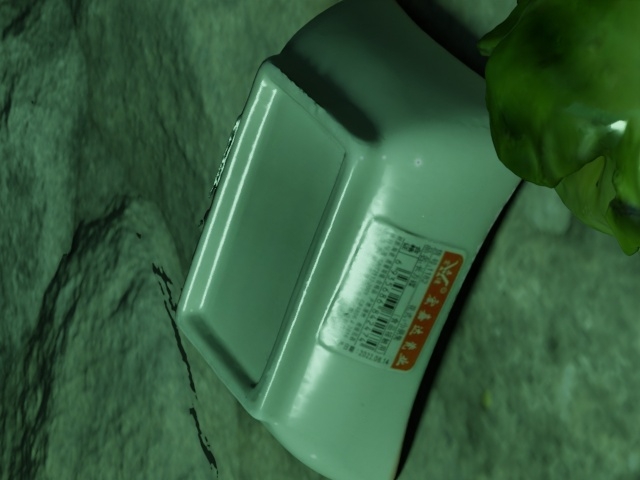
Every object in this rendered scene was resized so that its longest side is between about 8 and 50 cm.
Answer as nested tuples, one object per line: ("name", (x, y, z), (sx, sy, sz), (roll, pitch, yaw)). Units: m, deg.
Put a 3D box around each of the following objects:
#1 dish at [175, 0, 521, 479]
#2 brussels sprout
("dish", (0.000, 0.000, 0.845), (0.151, 0.077, 0.212), (48, 126, 43))
("brussels sprout", (0.130, -0.063, 0.660), (0.139, 0.100, 0.181), (-59, 26, 12))
